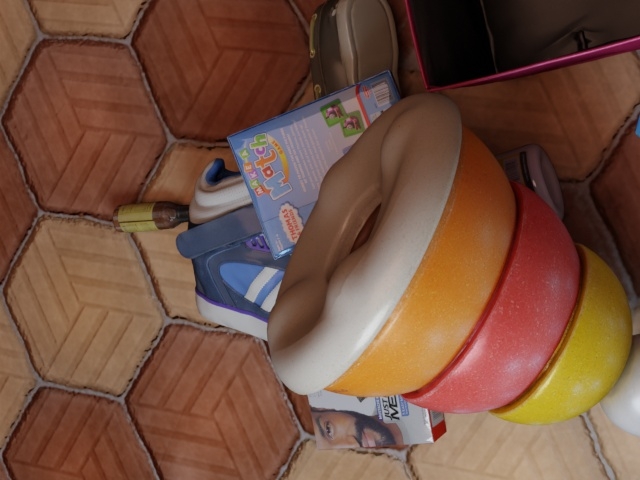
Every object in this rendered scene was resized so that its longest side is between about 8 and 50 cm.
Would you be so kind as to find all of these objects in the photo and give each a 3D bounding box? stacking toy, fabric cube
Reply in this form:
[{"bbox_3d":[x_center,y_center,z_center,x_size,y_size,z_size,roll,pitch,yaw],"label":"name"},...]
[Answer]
[{"bbox_3d":[0.214,0.088,1.570,0.479,0.351,0.351,27,112,-15],"label":"stacking toy"},{"bbox_3d":[0.245,-0.319,1.592,0.254,0.258,0.259,-12,93,27],"label":"fabric cube"}]

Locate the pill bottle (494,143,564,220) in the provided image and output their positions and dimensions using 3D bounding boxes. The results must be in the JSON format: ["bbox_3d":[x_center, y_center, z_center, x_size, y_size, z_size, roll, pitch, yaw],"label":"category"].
[{"bbox_3d":[0.193,-0.043,1.736,0.184,0.103,0.103,-18,90,21],"label":"pill bottle"}]

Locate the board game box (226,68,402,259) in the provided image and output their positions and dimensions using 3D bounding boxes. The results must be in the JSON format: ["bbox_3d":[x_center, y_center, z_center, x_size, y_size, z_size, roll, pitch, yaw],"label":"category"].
[{"bbox_3d":[0.015,-0.089,1.710,0.211,0.039,0.160,-21,88,9],"label":"board game box"}]

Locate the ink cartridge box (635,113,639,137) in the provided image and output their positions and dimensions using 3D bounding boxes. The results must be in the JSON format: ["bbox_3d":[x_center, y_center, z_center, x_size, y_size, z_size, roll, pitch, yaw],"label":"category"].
[{"bbox_3d":[0.498,-0.132,1.463,0.307,0.129,0.223,40,147,27],"label":"ink cartridge box"}]

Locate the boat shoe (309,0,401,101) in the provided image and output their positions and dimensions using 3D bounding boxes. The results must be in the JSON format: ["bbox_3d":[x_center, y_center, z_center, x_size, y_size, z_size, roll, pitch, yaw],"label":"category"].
[{"bbox_3d":[0.044,-0.156,1.791,0.091,0.109,0.305,-4,91,50],"label":"boat shoe"}]

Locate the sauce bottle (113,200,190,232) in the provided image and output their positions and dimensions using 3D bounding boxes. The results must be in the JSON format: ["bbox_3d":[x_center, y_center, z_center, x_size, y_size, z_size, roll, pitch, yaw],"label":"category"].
[{"bbox_3d":[-0.223,-0.033,1.974,0.128,0.042,0.042,-2,97,24],"label":"sauce bottle"}]

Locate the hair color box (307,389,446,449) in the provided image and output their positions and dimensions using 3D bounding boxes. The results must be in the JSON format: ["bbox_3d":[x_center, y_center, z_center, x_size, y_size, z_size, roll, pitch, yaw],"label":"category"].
[{"bbox_3d":[0.072,0.219,1.870,0.167,0.053,0.093,-8,95,27],"label":"hair color box"}]

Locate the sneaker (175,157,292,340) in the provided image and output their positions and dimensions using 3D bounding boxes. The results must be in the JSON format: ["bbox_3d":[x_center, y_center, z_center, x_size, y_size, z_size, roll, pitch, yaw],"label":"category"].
[{"bbox_3d":[-0.027,0.003,1.784,0.322,0.130,0.236,12,113,28],"label":"sneaker"}]
